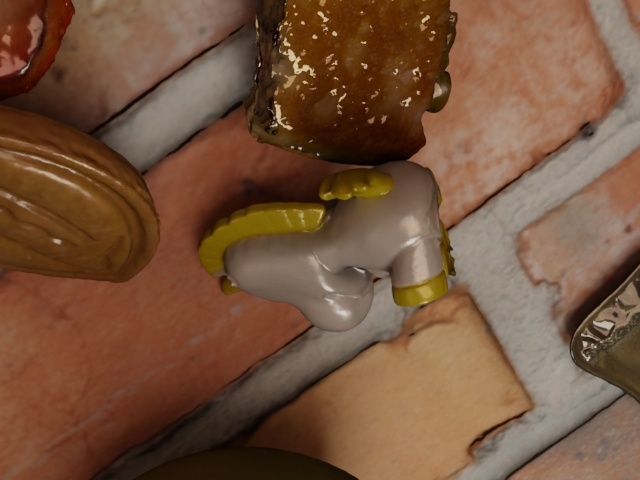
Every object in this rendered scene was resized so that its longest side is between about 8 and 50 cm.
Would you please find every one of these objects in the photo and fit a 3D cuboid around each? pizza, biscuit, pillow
[{"bbox_3d":[0.025,-0.144,0.539,0.147,0.069,0.226,-11,128,-24],"label":"pizza"},{"bbox_3d":[-0.172,-0.022,0.508,0.142,0.029,0.221,-15,151,20],"label":"biscuit"},{"bbox_3d":[0.312,0.100,0.782,0.217,0.033,0.130,39,98,-30],"label":"pillow"}]

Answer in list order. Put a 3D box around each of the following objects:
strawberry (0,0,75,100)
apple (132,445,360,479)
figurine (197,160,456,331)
[{"bbox_3d":[-0.223,-0.139,0.463,0.188,0.082,0.121,11,107,-8],"label":"strawberry"},{"bbox_3d":[-0.057,0.290,0.642,0.258,0.233,0.295,-7,104,-29],"label":"apple"},{"bbox_3d":[0.003,0.004,0.596,0.178,0.109,0.130,-25,141,36],"label":"figurine"}]
